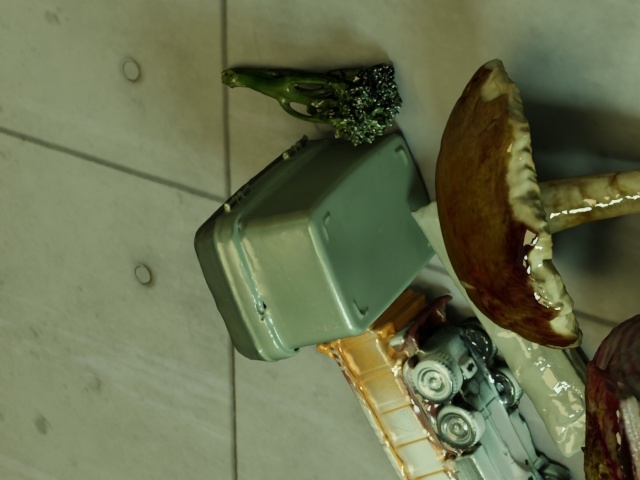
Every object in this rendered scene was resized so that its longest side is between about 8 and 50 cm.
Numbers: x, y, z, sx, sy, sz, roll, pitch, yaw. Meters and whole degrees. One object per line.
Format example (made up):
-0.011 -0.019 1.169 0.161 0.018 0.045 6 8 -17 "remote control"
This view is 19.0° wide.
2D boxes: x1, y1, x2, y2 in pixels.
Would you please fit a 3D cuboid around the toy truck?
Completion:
0.116 0.177 1.696 0.135 0.114 0.270 -22 99 39 "toy truck"

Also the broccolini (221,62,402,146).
-0.010 -0.125 1.674 0.201 0.074 0.058 10 123 48 "broccolini"

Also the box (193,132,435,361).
0.000 0.000 1.624 0.129 0.210 0.148 -11 109 33 "box"

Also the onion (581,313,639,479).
0.312 0.176 1.459 0.272 0.230 0.256 15 89 -8 "onion"

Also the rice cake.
0.168 0.068 1.632 0.256 0.057 0.052 58 163 -2 "rice cake"

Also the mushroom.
0.230 -0.009 1.492 0.302 0.233 0.208 17 89 10 "mushroom"
